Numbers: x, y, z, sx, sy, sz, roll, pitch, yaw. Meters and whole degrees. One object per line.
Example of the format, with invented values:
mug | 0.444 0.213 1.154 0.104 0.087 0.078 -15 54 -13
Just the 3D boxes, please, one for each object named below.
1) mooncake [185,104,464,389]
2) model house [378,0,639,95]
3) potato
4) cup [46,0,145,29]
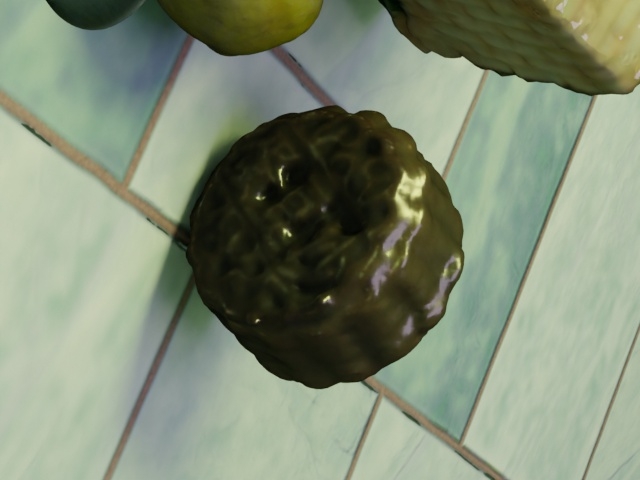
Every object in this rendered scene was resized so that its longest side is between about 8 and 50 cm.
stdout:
mooncake | 0.000 0.000 1.474 0.124 0.228 0.228 41 68 -49
model house | 0.159 -0.414 1.464 0.400 0.395 0.445 38 81 -45
potato | -0.069 -0.233 1.346 0.154 0.137 0.200 -48 138 -37
cup | -0.198 -0.239 1.131 0.150 0.199 0.199 1 103 -39
